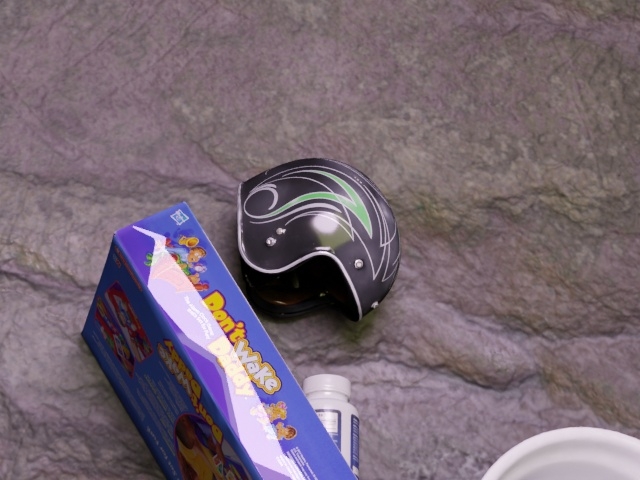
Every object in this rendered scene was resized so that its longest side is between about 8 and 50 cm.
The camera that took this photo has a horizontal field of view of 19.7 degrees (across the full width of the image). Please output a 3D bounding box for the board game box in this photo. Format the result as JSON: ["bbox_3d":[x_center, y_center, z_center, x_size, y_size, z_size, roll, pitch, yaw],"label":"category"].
[{"bbox_3d":[-0.092,0.168,1.714,0.078,0.233,0.347,-26,74,-25],"label":"board game box"}]

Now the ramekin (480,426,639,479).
[{"bbox_3d":[0.248,0.333,1.784,0.277,0.135,0.277,7,62,-12],"label":"ramekin"}]

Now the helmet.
[{"bbox_3d":[0.000,0.000,1.865,0.162,0.169,0.169,-3,64,1],"label":"helmet"}]

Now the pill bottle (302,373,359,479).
[{"bbox_3d":[0.005,0.197,1.822,0.067,0.067,0.120,7,63,-12],"label":"pill bottle"}]
